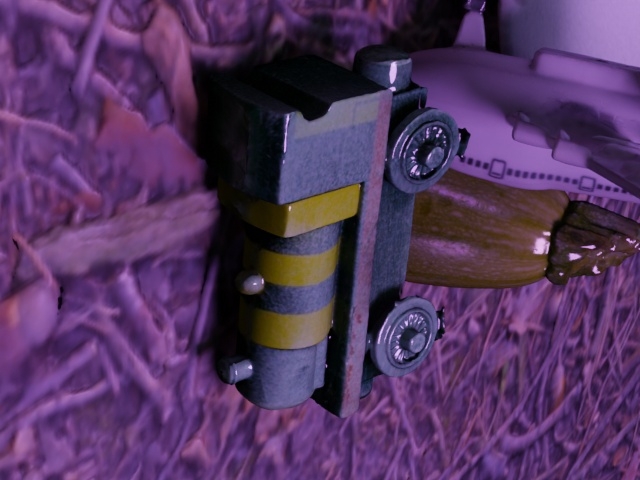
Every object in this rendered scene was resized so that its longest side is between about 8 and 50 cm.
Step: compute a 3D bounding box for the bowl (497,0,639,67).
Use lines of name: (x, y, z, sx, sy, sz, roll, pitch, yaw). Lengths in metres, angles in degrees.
bowl: (0.297, -0.231, 0.901, 0.435, 0.435, 0.196, 61, 14, -49)

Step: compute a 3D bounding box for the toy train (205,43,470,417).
toy train: (0.000, 0.000, 0.783, 0.132, 0.083, 0.200, -16, 121, -37)

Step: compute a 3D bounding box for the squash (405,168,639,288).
squash: (0.118, -0.005, 0.887, 0.105, 0.132, 0.105, -32, 131, -45)

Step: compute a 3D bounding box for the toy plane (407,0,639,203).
toy plane: (0.154, -0.060, 0.816, 0.251, 0.255, 0.101, -35, 145, -75)
